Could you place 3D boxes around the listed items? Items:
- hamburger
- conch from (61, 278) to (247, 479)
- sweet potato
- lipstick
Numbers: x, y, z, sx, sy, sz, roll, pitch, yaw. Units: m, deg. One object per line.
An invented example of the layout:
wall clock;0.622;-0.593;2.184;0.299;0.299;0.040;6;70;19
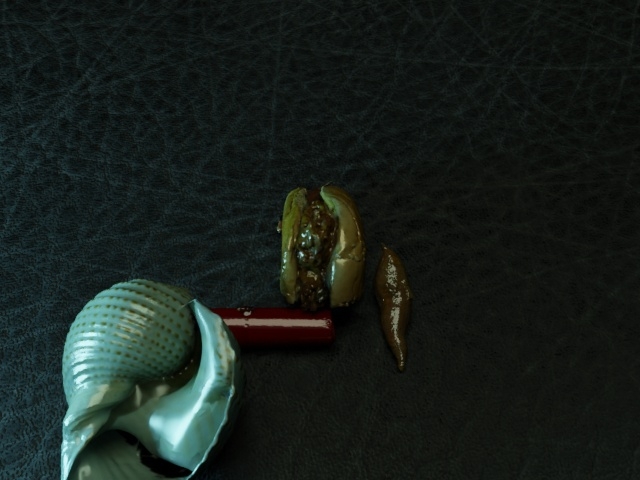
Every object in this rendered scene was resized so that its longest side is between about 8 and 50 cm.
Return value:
hamburger;0.000;0.000;1.455;0.155;0.245;0.282;1;68;-2
conch;-0.242;0.224;1.251;0.303;0.215;0.319;16;84;21
sweet potato;0.128;0.114;1.431;0.068;0.068;0.226;-5;68;-2
lipstick;-0.115;0.145;1.400;0.280;0.073;0.073;-2;50;-1
